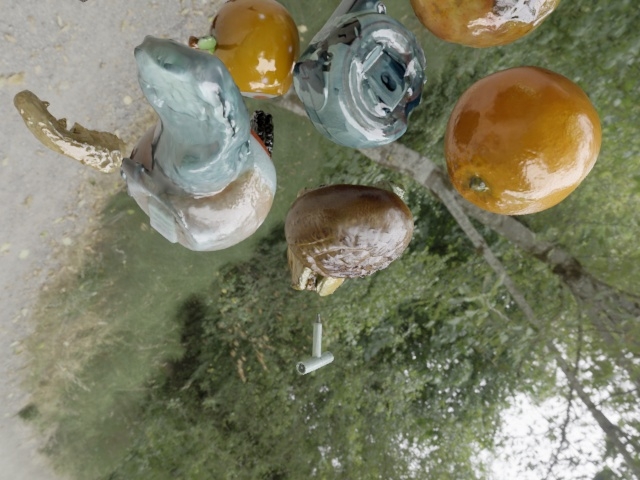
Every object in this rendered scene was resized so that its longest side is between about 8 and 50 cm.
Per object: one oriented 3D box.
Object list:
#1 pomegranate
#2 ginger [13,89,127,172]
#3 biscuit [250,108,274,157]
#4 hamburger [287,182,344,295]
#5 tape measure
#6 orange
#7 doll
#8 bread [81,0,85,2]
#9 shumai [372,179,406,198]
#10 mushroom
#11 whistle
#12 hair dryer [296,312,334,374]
[{"bbox_3d":[0.252,-0.443,0.684,0.281,0.281,0.281,-41,174,-6],"label":"pomegranate"},{"bbox_3d":[-0.361,-0.151,0.669,0.051,0.069,0.173,-7,158,26],"label":"ginger"},{"bbox_3d":[-0.144,-0.197,1.018,0.053,0.194,0.194,8,153,-17],"label":"biscuit"},{"bbox_3d":[0.000,0.001,1.179,0.145,0.259,0.283,1,151,-12],"label":"hamburger"},{"bbox_3d":[0.084,-0.320,0.901,0.147,0.275,0.256,19,-108,53],"label":"tape measure"},{"bbox_3d":[0.412,-0.203,0.958,0.312,0.312,0.312,-41,174,-6],"label":"orange"},{"bbox_3d":[-0.162,-0.396,0.919,0.236,0.213,0.213,-5,152,-35],"label":"doll"},{"bbox_3d":[-0.578,-0.702,1.081,0.224,0.212,0.142,-39,167,-5],"label":"bread"},{"bbox_3d":[0.211,-0.136,1.384,0.087,0.099,0.123,-21,155,-35],"label":"shumai"},{"bbox_3d":[0.059,-0.016,0.880,0.253,0.153,0.253,-3,155,-2],"label":"mushroom"},{"bbox_3d":[-0.128,-0.104,0.515,0.189,0.189,0.348,-39,172,-22],"label":"whistle"},{"bbox_3d":[-0.023,0.326,1.474,0.044,0.183,0.155,-7,179,35],"label":"hair dryer"}]
